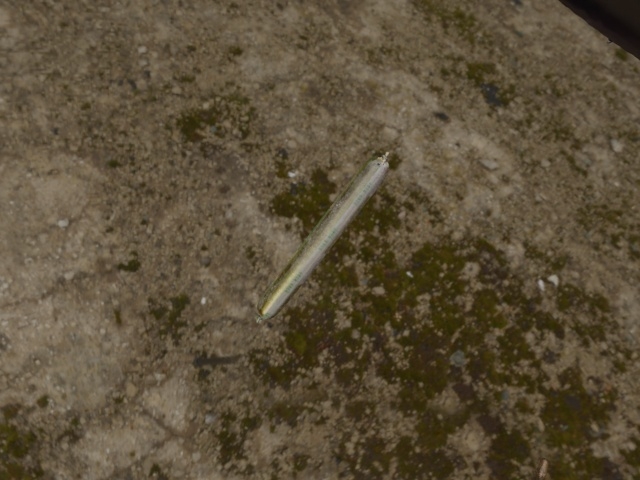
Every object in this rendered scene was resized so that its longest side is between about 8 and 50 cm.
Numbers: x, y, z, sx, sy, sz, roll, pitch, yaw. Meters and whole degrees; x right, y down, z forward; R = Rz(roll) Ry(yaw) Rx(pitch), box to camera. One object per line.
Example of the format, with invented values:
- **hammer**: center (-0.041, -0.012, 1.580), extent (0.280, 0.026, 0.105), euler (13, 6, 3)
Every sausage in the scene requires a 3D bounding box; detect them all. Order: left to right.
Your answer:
- **sausage**: center (0.000, 0.000, 0.694), extent (0.033, 0.269, 0.033), euler (36, 12, -9)

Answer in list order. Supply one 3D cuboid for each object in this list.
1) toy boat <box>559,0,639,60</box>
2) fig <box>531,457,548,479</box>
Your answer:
- **toy boat**: center (0.131, -0.185, 0.282), extent (0.079, 0.136, 0.392), euler (-42, 82, -11)
- **fig**: center (0.271, 0.370, 0.721), extent (0.153, 0.119, 0.119), euler (-25, 68, -25)
